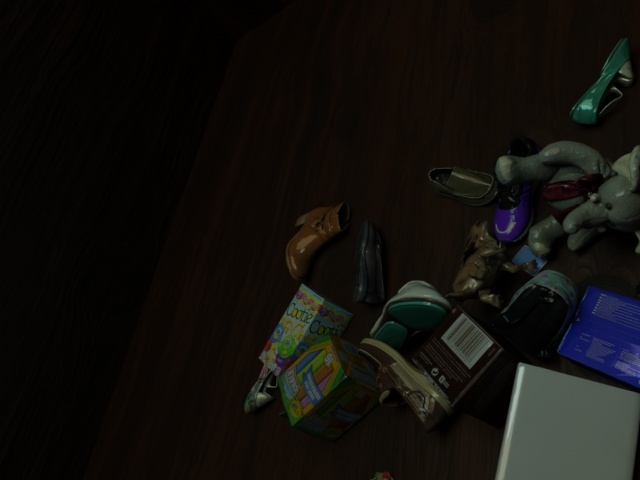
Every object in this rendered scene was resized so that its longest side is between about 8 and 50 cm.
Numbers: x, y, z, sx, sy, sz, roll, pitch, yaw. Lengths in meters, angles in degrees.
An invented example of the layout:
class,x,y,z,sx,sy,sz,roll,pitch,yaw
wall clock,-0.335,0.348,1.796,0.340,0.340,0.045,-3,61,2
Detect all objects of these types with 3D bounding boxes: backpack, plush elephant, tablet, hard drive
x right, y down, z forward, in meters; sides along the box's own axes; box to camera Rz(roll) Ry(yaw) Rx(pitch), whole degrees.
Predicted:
class,x,y,z,sx,sy,sz,roll,pitch,yaw
backpack,0.481,0.153,1.249,0.151,0.115,0.182,32,132,17
plush elephant,0.591,-0.084,1.223,0.329,0.272,0.255,-20,19,10
tablet,0.525,0.051,1.422,0.054,0.006,0.083,-52,37,7
hard drive,0.464,0.438,1.084,0.232,0.047,0.354,12,71,18

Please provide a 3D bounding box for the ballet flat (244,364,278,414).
class,x,y,z,sx,sy,sz,roll,pitch,yaw
ballet flat,-0.179,0.483,1.880,0.079,0.077,0.222,19,78,33

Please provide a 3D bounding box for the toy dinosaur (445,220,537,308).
class,x,y,z,sx,sy,sz,roll,pitch,yaw
toy dinosaur,0.385,0.079,1.400,0.295,0.127,0.200,-43,14,-26

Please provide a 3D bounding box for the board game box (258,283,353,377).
class,x,y,z,sx,sy,sz,roll,pitch,yaw
board game box,-0.047,0.302,1.789,0.144,0.142,0.276,28,87,54

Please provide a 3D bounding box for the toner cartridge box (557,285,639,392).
class,x,y,z,sx,sy,sz,roll,pitch,yaw
toner cartridge box,0.656,0.219,1.088,0.347,0.075,0.165,22,81,53

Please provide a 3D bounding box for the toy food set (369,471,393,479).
class,x,y,z,sx,sy,sz,roll,pitch,yaw
toy food set,0.154,0.624,1.422,0.083,0.020,0.083,-51,36,9

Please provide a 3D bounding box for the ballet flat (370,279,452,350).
class,x,y,z,sx,sy,sz,roll,pitch,yaw
ballet flat,0.230,0.175,1.459,0.400,0.139,0.139,117,165,-62

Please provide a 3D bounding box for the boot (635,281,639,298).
class,x,y,z,sx,sy,sz,roll,pitch,yaw
boot,0.700,0.113,1.122,0.099,0.121,0.045,-124,44,-82

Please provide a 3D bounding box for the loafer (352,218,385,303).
class,x,y,z,sx,sy,sz,roll,pitch,yaw
loafer,0.159,0.071,1.786,0.109,0.095,0.303,118,164,-52

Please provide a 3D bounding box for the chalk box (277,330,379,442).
class,x,y,z,sx,sy,sz,roll,pitch,yaw
chalk box,0.007,0.435,1.601,0.289,0.180,0.179,-47,37,16

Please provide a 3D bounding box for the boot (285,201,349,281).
class,x,y,z,sx,sy,sz,roll,pitch,yaw
boot,0.000,0.000,2.009,0.220,0.109,0.284,-16,45,37

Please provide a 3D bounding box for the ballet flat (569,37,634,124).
class,x,y,z,sx,sy,sz,roll,pitch,yaw
ballet flat,0.744,-0.397,1.449,0.087,0.083,0.247,35,93,30

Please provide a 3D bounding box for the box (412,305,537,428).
class,x,y,z,sx,sy,sz,roll,pitch,yaw
box,0.356,0.287,1.279,0.167,0.203,0.168,-52,36,8

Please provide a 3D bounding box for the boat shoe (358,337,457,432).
class,x,y,z,sx,sy,sz,roll,pitch,yaw
boat shoe,0.192,0.371,1.461,0.123,0.123,0.342,-43,41,-13

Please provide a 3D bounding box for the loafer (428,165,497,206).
class,x,y,z,sx,sy,sz,roll,pitch,yaw
loafer,0.408,-0.163,1.646,0.251,0.087,0.095,14,75,53

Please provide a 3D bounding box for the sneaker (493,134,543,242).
class,x,y,z,sx,sy,sz,roll,pitch,yaw
sneaker,0.496,-0.144,1.479,0.102,0.146,0.294,2,66,50
